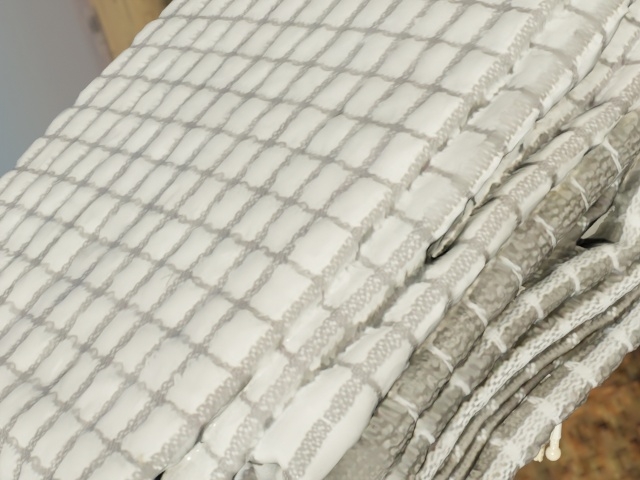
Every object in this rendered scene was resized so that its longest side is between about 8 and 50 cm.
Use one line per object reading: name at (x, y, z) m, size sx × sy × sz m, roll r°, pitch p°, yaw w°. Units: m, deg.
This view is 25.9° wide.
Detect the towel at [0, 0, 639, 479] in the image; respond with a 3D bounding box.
towel at (0.000, 0.000, 0.484) m, size 0.235 × 0.283 × 0.121 m, roll 15°, pitch 150°, yaw 55°

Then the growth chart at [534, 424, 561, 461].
growth chart at (0.166, 0.147, 1.283) m, size 0.021 × 0.237 × 0.172 m, roll 14°, pitch 105°, yaw 40°
